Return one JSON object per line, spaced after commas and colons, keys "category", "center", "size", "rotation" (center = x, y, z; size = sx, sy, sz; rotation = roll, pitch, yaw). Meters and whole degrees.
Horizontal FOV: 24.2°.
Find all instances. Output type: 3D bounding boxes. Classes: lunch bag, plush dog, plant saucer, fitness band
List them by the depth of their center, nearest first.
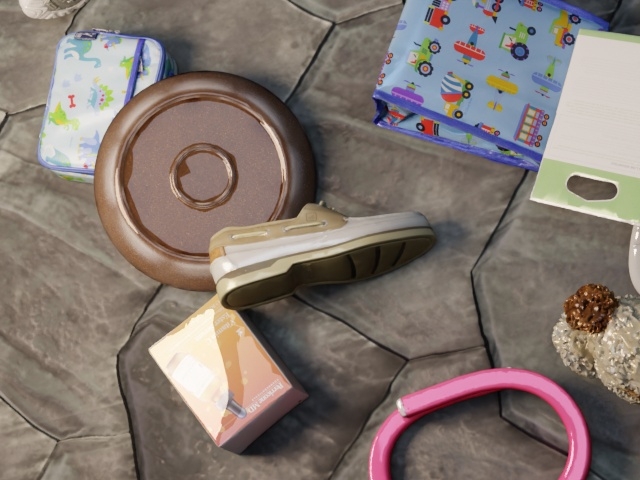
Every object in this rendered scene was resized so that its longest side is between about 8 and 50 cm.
{"category": "plush dog", "center": [0.405, 0.136, 1.787], "size": [0.262, 0.225, 0.210], "rotation": [47, 108, 19]}
{"category": "fitness band", "center": [0.202, 0.278, 1.915], "size": [0.291, 0.054, 0.209], "rotation": [-19, 72, 10]}
{"category": "lunch bag", "center": [0.241, -0.228, 2.007], "size": [0.293, 0.138, 0.221], "rotation": [19, 79, 7]}
{"category": "plant saucer", "center": [-0.160, -0.085, 2.057], "size": [0.310, 0.050, 0.310], "rotation": [0, 85, 0]}
{"category": "lunch bag", "center": [-0.302, -0.190, 2.147], "size": [0.176, 0.090, 0.219], "rotation": [9, 79, 13]}

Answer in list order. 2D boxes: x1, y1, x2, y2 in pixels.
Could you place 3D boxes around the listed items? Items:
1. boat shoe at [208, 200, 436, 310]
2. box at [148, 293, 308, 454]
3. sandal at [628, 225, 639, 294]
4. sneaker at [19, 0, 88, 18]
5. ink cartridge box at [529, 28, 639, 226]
{"category": "boat shoe", "center": [0.000, 0.000, 1.983], "size": [0.302, 0.113, 0.103], "rotation": [-13, 62, -12]}
{"category": "box", "center": [-0.122, 0.178, 2.003], "size": [0.130, 0.091, 0.170], "rotation": [-40, 70, 2]}
{"category": "sandal", "center": [0.532, -0.099, 1.901], "size": [0.169, 0.102, 0.416], "rotation": [27, 99, 16]}
{"category": "sneaker", "center": [-0.374, -0.430, 2.236], "size": [0.115, 0.090, 0.232], "rotation": [38, 78, 26]}
{"category": "ink cartridge box", "center": [0.379, -0.143, 1.899], "size": [0.171, 0.056, 0.235], "rotation": [16, 91, 39]}
